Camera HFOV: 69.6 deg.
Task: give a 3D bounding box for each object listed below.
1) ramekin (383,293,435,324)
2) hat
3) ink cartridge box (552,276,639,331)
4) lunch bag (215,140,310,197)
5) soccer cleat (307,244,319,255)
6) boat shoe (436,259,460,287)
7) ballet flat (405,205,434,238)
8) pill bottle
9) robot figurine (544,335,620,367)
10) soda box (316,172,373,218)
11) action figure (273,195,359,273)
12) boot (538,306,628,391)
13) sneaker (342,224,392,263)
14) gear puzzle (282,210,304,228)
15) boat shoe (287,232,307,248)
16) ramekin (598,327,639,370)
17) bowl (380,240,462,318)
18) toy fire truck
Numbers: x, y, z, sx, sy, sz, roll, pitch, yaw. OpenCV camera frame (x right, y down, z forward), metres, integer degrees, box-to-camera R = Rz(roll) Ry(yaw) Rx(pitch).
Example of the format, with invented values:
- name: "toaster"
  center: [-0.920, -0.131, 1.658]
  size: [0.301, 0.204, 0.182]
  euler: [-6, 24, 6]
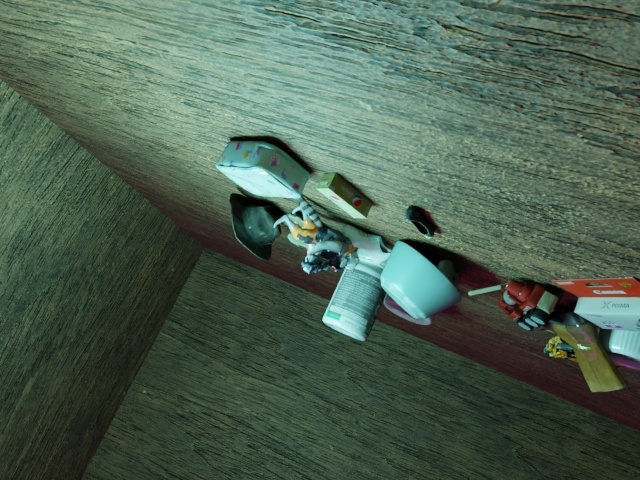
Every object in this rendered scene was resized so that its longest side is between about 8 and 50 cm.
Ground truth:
- name: "ramekin"
  center: [0.437, 0.293, 2.203]
  size: [0.277, 0.135, 0.277]
  euler: [24, 163, 8]
- name: "hat"
  center: [-0.246, -0.077, 1.954]
  size: [0.134, 0.331, 0.331]
  euler: [-21, 147, 17]
- name: "ink cartridge box"
  center: [0.843, 0.186, 1.311]
  size: [0.239, 0.060, 0.275]
  euler: [27, 166, -13]
- name: "lunch bag"
  center: [-0.182, -0.221, 1.465]
  size: [0.279, 0.108, 0.224]
  euler: [13, 166, 46]
- name: "soccer cleat"
  center: [0.039, 0.050, 1.952]
  size: [0.109, 0.116, 0.318]
  euler: [-18, 173, 25]
- name: "boat shoe"
  center: [0.457, 0.126, 1.707]
  size: [0.070, 0.077, 0.219]
  euler: [14, 164, 33]
- name: "ballet flat"
  center: [0.298, -0.046, 1.403]
  size: [0.057, 0.049, 0.173]
  euler: [13, 162, 42]
- name: "pill bottle"
  center: [0.169, 0.219, 1.945]
  size: [0.204, 0.361, 0.204]
  euler: [24, 166, 6]
- name: "robot figurine"
  center: [1.004, 0.420, 1.737]
  size: [0.291, 0.085, 0.211]
  euler: [12, 161, 9]
- name: "soda box"
  center: [0.077, -0.137, 1.432]
  size: [0.181, 0.058, 0.061]
  euler: [35, 163, -33]
- name: "action figure"
  center: [0.000, 0.000, 1.656]
  size: [0.330, 0.178, 0.341]
  euler: [37, -166, 4]
- name: "boot"
  center: [0.875, 0.372, 1.568]
  size: [0.280, 0.096, 0.264]
  euler: [65, 159, 11]
- name: "sneaker"
  center: [0.183, -0.002, 1.749]
  size: [0.212, 0.080, 0.094]
  euler: [37, 138, -13]
- name: "gear puzzle"
  center: [0.008, -0.039, 1.957]
  size: [0.339, 0.044, 0.175]
  euler: [25, 165, -10]
- name: "boat shoe"
  center: [-0.103, 0.005, 2.282]
  size: [0.137, 0.049, 0.043]
  euler: [24, 169, -16]
- name: "ramekin"
  center: [1.012, 0.344, 1.494]
  size: [0.207, 0.109, 0.207]
  euler: [23, 166, 6]
- name: "bowl"
  center: [0.337, 0.163, 1.666]
  size: [0.311, 0.163, 0.311]
  euler: [45, 177, 3]
- name: "toy fire truck"
  center: [0.637, 0.195, 1.550]
  size: [0.246, 0.158, 0.217]
  euler: [33, 169, 16]
